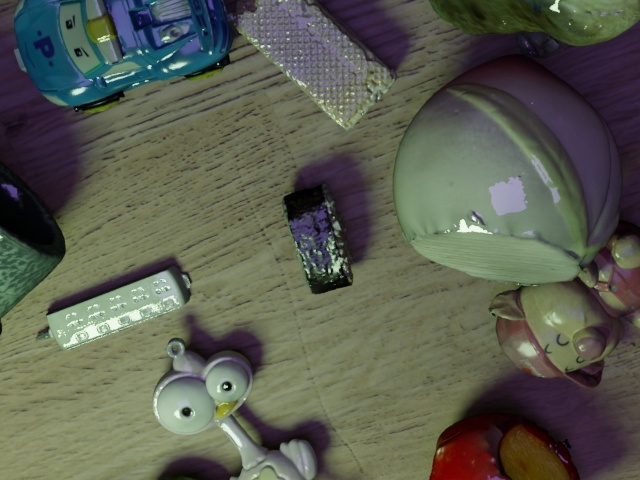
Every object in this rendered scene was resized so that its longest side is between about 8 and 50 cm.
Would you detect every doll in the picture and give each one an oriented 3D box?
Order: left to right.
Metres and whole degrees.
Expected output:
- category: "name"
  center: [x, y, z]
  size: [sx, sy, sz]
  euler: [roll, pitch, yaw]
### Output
- category: "doll"
  center: [-0.117, 0.293, 1.730]
  size: [0.160, 0.094, 0.365]
  euler: [-34, 101, 8]
- category: "doll"
  center: [0.366, 0.093, 1.614]
  size: [0.256, 0.152, 0.196]
  euler: [-43, 94, 15]

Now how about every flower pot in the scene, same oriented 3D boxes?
- category: "flower pot"
  center: [-0.528, 0.033, 1.581]
  size: [0.283, 0.299, 0.299]
  euler: [-43, 99, 9]

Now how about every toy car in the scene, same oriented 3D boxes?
- category: "toy car"
  center: [-0.270, -0.279, 1.546]
  size: [0.314, 0.166, 0.198]
  euler: [-14, 101, 13]

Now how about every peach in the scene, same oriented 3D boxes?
- category: "peach"
  center: [0.269, 0.341, 1.668]
  size: [0.226, 0.190, 0.196]
  euler: [9, 96, 8]

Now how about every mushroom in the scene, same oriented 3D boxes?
- category: "mushroom"
  center: [0.236, -0.313, 1.413]
  size: [0.130, 0.344, 0.247]
  euler: [-33, 125, -21]

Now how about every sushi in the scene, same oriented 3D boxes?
- category: "sushi"
  center: [0.000, 0.000, 1.646]
  size: [0.078, 0.090, 0.150]
  euler: [-15, 101, 3]

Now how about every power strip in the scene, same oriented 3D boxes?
- category: "power strip"
  center: [-0.309, 0.104, 1.724]
  size: [0.252, 0.027, 0.060]
  euler: [-21, 103, 9]

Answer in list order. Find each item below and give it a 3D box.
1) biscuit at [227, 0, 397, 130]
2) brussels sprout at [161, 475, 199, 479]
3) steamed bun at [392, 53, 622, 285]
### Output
- category: "biscuit"
  center: [-0.013, -0.266, 1.590]
  size: [0.239, 0.062, 0.108]
  euler: [42, 102, -9]
- category: "brussels sprout"
  center: [-0.214, 0.428, 1.759]
  size: [0.155, 0.117, 0.155]
  euler: [-1, 97, -10]
- category: "steamed bun"
  center: [0.245, -0.108, 1.513]
  size: [0.309, 0.309, 0.309]
  euler: [1, 105, 3]
